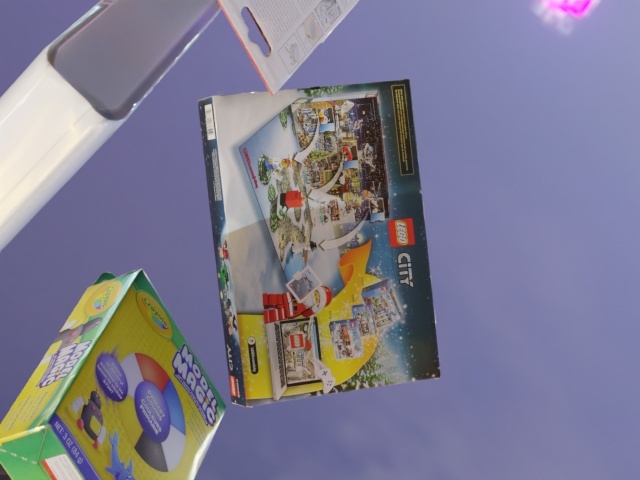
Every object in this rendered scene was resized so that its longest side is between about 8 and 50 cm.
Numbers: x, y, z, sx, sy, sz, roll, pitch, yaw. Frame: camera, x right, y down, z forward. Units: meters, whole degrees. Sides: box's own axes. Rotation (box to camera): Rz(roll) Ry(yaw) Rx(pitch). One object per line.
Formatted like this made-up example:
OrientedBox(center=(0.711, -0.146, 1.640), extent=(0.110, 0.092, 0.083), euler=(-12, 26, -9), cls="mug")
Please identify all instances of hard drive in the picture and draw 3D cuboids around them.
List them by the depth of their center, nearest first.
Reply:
OrientedBox(center=(-0.200, 0.011, 0.845), extent=(0.047, 0.353, 0.233), euler=(43, -159, -9), cls="hard drive")

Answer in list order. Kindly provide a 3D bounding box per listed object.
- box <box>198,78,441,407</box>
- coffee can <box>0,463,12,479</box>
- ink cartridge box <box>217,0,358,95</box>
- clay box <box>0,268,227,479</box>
OrientedBox(center=(0.000, 0.000, 1.272), extent=(0.159, 0.044, 0.233), euler=(-6, -88, -20), cls="box")
OrientedBox(center=(-0.292, 0.333, 1.310), extent=(0.201, 0.201, 0.275), euler=(4, -119, -40), cls="coffee can")
OrientedBox(center=(-0.012, -0.125, 0.764), extent=(0.115, 0.029, 0.063), euler=(-51, -51, -29), cls="ink cartridge box")
OrientedBox(center=(-0.132, 0.115, 1.126), extent=(0.127, 0.053, 0.222), euler=(61, -154, -21), cls="clay box")
